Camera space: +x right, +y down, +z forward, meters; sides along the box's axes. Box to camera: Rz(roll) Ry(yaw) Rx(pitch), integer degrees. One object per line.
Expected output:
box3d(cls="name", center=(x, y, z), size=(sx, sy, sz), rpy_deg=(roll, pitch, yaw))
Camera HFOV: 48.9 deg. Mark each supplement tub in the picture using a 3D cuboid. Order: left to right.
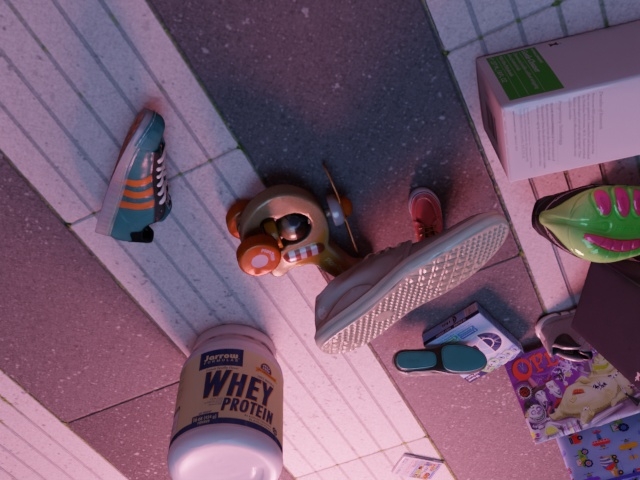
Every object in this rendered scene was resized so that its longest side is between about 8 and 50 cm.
box3d(cls="supplement tub", center=(-0.196, 0.366, 1.524), size=(0.235, 0.325, 0.235), rpy_deg=(-1, 128, -2))

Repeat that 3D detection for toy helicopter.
box3d(cls="toy helicopter", center=(0.000, 0.000, 1.399), size=(0.235, 0.140, 0.355), rpy_deg=(-41, 131, 15))

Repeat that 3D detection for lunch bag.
box3d(cls="lunch bag", center=(0.759, 0.509, 1.752), size=(0.293, 0.221, 0.138), rpy_deg=(-28, 125, 19))

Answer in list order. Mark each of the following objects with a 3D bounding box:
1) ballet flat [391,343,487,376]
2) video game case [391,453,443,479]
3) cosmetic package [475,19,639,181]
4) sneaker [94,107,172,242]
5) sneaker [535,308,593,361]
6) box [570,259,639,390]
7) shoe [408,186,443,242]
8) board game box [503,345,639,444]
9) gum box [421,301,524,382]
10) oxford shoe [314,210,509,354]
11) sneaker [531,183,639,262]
box3d(cls="ballet flat", center=(0.268, 0.275, 1.602), size=(0.213, 0.072, 0.068), rpy_deg=(-1, 158, 2))
box3d(cls="video game case", center=(0.270, 0.633, 1.957), size=(0.122, 0.011, 0.087), rpy_deg=(15, 125, -14))
box3d(cls="cosmetic package", center=(0.465, -0.241, 1.167), size=(0.365, 0.197, 0.155), rpy_deg=(-14, 127, 6))
box3d(cls="sneaker", center=(-0.320, -0.110, 1.291), size=(0.121, 0.108, 0.302), rpy_deg=(18, 133, -17))
box3d(cls="sneaker", center=(0.604, 0.205, 1.562), size=(0.229, 0.132, 0.086), rpy_deg=(-25, 125, 16))
box3d(cls="box", center=(0.707, 0.168, 1.372), size=(0.294, 0.296, 0.182), rpy_deg=(7, 106, -9))
box3d(cls="shoe", center=(0.220, -0.017, 1.401), size=(0.063, 0.081, 0.178), rpy_deg=(-13, 128, 7))
box3d(cls="board game box", center=(0.625, 0.319, 1.626), size=(0.347, 0.208, 0.056), rpy_deg=(-23, 165, 14))
box3d(cls="gum box", center=(0.354, 0.241, 1.635), size=(0.157, 0.041, 0.184), rpy_deg=(-37, 120, 24))
box3d(cls="oxford shoe", center=(0.150, 0.062, 1.344), size=(0.449, 0.130, 0.169), rpy_deg=(-37, 143, 26))
box3d(cls="sneaker", center=(0.615, -0.037, 1.366), size=(0.483, 0.202, 0.185), rpy_deg=(9, 96, -28))
